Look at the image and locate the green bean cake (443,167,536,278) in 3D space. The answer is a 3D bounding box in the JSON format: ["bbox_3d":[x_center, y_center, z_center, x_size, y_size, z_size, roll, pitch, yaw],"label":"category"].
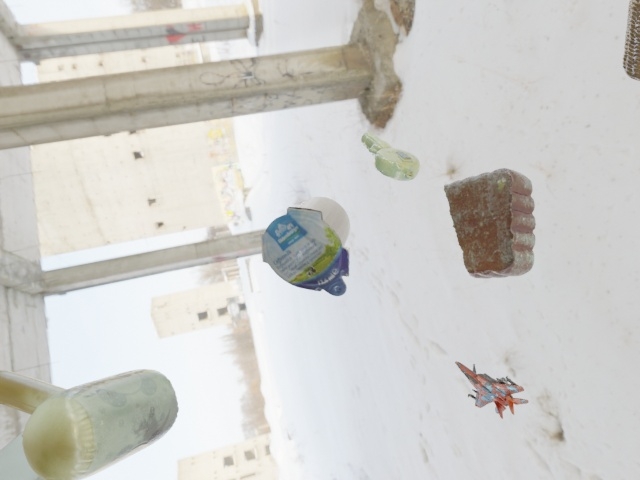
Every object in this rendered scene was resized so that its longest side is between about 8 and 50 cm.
[{"bbox_3d":[0.366,-0.031,0.978,0.198,0.097,0.232,-18,67,55],"label":"green bean cake"}]

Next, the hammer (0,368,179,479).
[{"bbox_3d":[-0.371,0.227,0.620,0.202,0.305,0.113,25,-108,-71],"label":"hammer"}]

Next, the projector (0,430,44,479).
[{"bbox_3d":[-0.825,0.651,1.303,0.250,0.198,0.108,-51,-38,-60],"label":"projector"}]

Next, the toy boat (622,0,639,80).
[{"bbox_3d":[0.419,-0.266,0.512,0.115,0.089,0.310,15,158,39],"label":"toy boat"}]

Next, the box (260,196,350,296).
[{"bbox_3d":[0.000,0.000,1.326,0.291,0.262,0.206,43,-146,-8],"label":"box"}]

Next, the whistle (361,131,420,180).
[{"bbox_3d":[0.190,-0.238,1.244,0.258,0.126,0.067,-124,40,-48],"label":"whistle"}]

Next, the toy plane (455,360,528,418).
[{"bbox_3d":[0.375,0.327,1.016,0.189,0.061,0.130,44,128,-4],"label":"toy plane"}]
